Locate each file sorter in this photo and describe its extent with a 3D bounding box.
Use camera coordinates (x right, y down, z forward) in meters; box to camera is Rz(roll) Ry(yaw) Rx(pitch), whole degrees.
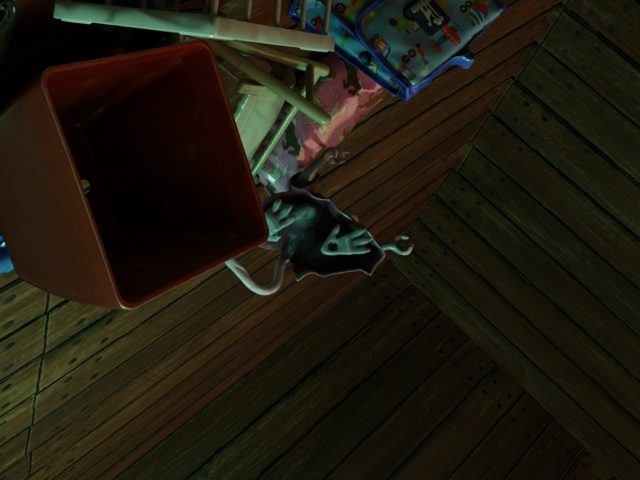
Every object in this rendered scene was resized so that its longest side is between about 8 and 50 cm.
[{"bbox_3d":[-0.118,-0.307,0.925,0.278,0.193,0.173,-21,119,-64],"label":"file sorter"}]

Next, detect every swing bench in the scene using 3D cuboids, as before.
[{"bbox_3d":[-0.154,-0.178,1.254,0.253,0.255,0.165,-53,-157,33],"label":"swing bench"}]

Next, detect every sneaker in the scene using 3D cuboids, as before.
[{"bbox_3d":[-0.240,-0.275,1.003,0.084,0.058,0.152,-52,162,0],"label":"sneaker"}]

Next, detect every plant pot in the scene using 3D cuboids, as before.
[{"bbox_3d":[-0.264,-0.073,1.052,0.236,0.267,0.267,-9,-168,38],"label":"plant pot"}]

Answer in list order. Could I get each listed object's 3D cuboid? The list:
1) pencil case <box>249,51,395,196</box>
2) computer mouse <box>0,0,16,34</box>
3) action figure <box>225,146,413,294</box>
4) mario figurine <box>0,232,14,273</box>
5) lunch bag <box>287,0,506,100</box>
[{"bbox_3d":[0.010,-0.250,1.642,0.386,0.167,0.160,-45,-161,-3],"label":"pencil case"},{"bbox_3d":[-0.396,-0.197,0.777,0.184,0.060,0.262,-50,178,-1],"label":"computer mouse"},{"bbox_3d":[0.000,0.000,1.528,0.276,0.248,0.370,-37,-177,3],"label":"action figure"},{"bbox_3d":[-0.504,0.018,1.031,0.320,0.170,0.198,-43,135,-59],"label":"mario figurine"},{"bbox_3d":[0.127,-0.365,1.348,0.221,0.293,0.138,-43,167,-15],"label":"lunch bag"}]
